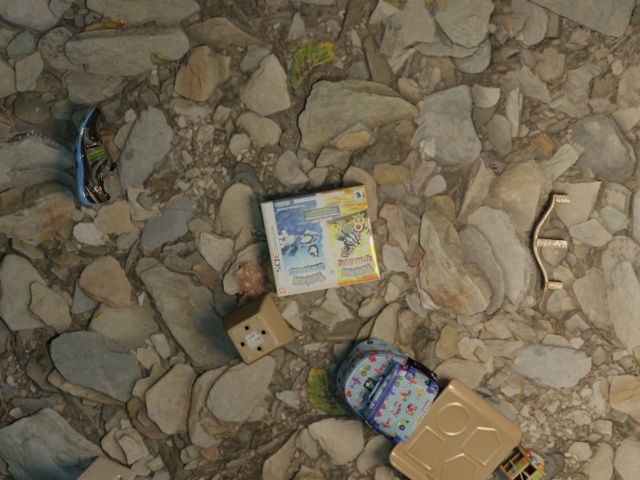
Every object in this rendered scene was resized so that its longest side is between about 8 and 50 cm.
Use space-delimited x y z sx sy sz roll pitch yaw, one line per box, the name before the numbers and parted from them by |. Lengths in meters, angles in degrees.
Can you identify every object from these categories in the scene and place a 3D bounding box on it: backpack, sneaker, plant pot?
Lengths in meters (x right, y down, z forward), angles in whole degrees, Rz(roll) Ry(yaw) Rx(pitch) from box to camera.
backpack | 0.120 0.280 1.623 0.173 0.117 0.158 35 96 -1
sneaker | -0.431 -0.161 1.632 0.078 0.067 0.188 -2 94 -19
plant pot | -0.124 0.177 1.630 0.109 0.096 0.109 -30 93 4

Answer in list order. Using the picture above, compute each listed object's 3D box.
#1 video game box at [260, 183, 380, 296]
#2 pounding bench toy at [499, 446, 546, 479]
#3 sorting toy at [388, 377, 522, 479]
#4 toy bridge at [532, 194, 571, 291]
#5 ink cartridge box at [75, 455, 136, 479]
video game box | 0.000 0.000 1.635 0.205 0.048 0.187 -10 98 3
pounding bench toy | 0.406 0.454 1.661 0.065 0.052 0.083 -45 118 4
sorting toy | 0.261 0.397 1.660 0.193 0.038 0.208 38 91 -13
toy bridge | 0.439 0.005 1.631 0.063 0.026 0.188 5 96 4
ink cartridge box | -0.450 0.548 1.647 0.093 0.154 0.212 25 97 1
